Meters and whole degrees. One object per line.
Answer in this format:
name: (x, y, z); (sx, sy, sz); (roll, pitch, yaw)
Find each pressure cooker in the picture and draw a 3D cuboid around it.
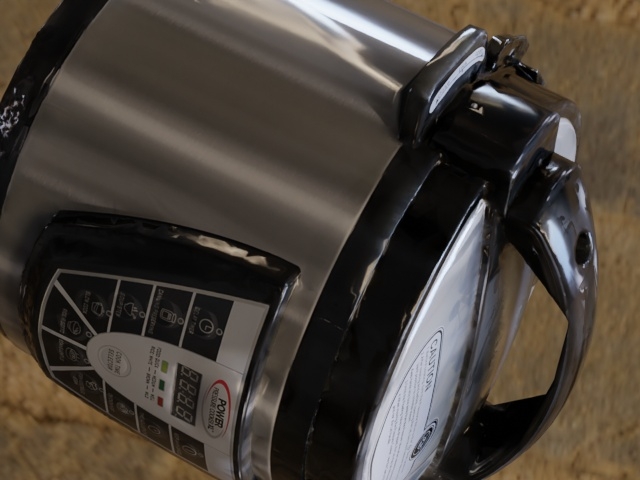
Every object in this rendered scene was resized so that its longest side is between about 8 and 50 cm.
pressure cooker: (0.003, -0.005, 1.313); (0.420, 0.370, 0.375); (27, -88, 16)
